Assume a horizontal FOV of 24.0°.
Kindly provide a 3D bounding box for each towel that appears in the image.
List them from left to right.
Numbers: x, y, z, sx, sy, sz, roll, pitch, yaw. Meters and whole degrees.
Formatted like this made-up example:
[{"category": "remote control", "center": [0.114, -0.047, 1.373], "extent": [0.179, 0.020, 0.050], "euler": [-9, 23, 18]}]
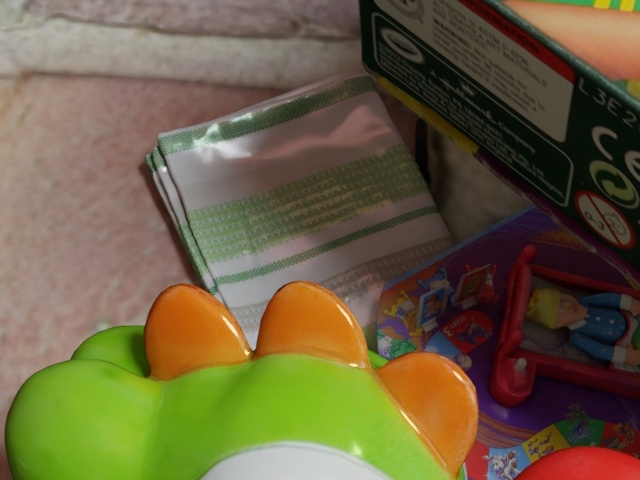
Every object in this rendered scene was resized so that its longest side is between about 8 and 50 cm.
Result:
[{"category": "towel", "center": [0.000, 0.000, 0.659], "extent": [0.113, 0.023, 0.152], "euler": [-21, 64, -10]}]

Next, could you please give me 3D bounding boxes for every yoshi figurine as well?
[{"category": "yoshi figurine", "center": [0.052, 0.155, 0.496], "extent": [0.362, 0.203, 0.203], "euler": [23, 79, 20]}]

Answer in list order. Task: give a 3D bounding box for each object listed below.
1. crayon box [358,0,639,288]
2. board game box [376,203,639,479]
[{"category": "crayon box", "center": [0.247, -0.077, 0.486], "extent": [0.363, 0.106, 0.313], "euler": [40, 71, 21]}, {"category": "board game box", "center": [0.110, 0.039, 0.621], "extent": [0.168, 0.033, 0.133], "euler": [-28, 69, -19]}]
